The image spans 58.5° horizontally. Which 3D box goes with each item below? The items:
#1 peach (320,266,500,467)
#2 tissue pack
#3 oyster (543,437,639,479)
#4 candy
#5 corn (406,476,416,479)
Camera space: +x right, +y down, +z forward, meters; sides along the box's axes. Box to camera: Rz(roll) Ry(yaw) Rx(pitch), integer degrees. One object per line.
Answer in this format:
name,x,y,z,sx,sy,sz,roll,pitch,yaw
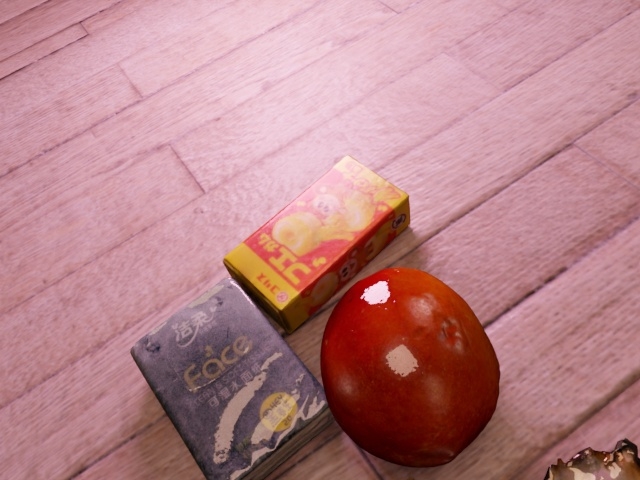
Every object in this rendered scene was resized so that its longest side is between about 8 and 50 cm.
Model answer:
peach,0.111,0.157,0.699,0.199,0.244,0.243,-44,43,37
tissue pack,-0.122,0.198,0.794,0.185,0.081,0.257,-36,58,-14
oyster,0.332,0.348,0.592,0.198,0.092,0.259,-23,45,-5
candy,0.000,0.000,0.900,0.276,0.088,0.146,-42,59,-18
corn,0.134,0.323,0.679,0.037,0.037,0.092,-38,56,-15
